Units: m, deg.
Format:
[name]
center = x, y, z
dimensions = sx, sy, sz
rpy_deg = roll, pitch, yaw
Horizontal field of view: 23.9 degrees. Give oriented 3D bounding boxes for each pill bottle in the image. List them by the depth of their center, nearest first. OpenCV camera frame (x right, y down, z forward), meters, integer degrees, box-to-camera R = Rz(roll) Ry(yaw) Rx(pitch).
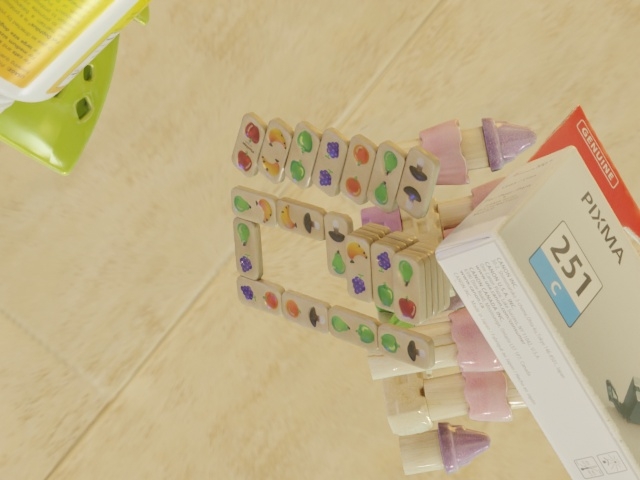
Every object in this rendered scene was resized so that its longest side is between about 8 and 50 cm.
[pill bottle]
center = -0.176, -0.171, 0.975
dimensions = 0.215, 0.117, 0.117
rpy_deg = -40, 91, 22

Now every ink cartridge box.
[ink cartridge box]
center = 0.239, 0.061, 1.160
dimensions = 0.296, 0.066, 0.261
rpy_deg = 58, 44, -11

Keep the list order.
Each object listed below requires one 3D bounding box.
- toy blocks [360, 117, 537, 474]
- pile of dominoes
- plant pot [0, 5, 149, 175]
[toy blocks]
center = 0.183, 0.062, 1.514
dimensions = 0.260, 0.309, 0.289
rpy_deg = -11, 54, 6
[pile of dominoes]
center = 0.000, 0.000, 1.281
dimensions = 0.040, 0.251, 0.196
rpy_deg = -25, 120, -41
[plant pot]
center = -0.318, -0.228, 1.466
dimensions = 0.227, 0.228, 0.207
rpy_deg = 34, 92, 42
